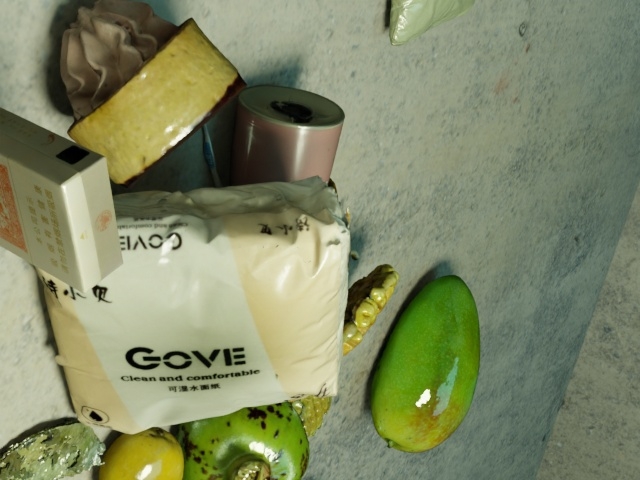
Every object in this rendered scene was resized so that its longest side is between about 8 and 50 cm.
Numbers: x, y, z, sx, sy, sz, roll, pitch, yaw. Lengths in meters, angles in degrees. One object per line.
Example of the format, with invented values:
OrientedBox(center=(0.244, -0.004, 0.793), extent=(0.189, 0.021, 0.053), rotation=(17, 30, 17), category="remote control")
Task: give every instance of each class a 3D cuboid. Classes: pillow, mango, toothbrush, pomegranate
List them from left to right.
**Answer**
OrientedBox(center=(-0.260, 0.350, 1.544), extent=(0.137, 0.098, 0.195), rotation=(-37, 150, -45), category="mango")
OrientedBox(center=(-0.147, -0.114, 1.438), extent=(0.162, 0.014, 0.017), rotation=(78, 31, -50), category="toothbrush")
OrientedBox(center=(-0.116, 0.331, 1.619), extent=(0.211, 0.263, 0.210), rotation=(-3, 104, -13), category="pomegranate")
OrientedBox(center=(0.227, 0.253, 2.191), extent=(0.225, 0.201, 0.381), rotation=(27, 77, -40), category="mango")
OrientedBox(center=(0.206, -0.465, 1.685), extent=(0.274, 0.076, 0.280), rotation=(-32, 139, -48), category="pillow")

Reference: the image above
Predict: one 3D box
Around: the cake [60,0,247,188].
OrientedBox(center=(-0.204, -0.175, 1.157), extent=(0.185, 0.178, 0.208), rotation=(-42, -175, -1), category="cake")

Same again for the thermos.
OrientedBox(center=(-0.055, -0.061, 1.472), extent=(0.146, 0.176, 0.264), rotation=(-7, 120, -34), category="thermos")

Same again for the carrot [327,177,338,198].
OrientedBox(center=(0.000, 0.000, 1.596), extent=(0.314, 0.066, 0.066), rotation=(-85, 173, -47), category="carrot")

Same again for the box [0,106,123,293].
OrientedBox(center=(-0.290, -0.049, 1.046), extent=(0.058, 0.201, 0.141), rotation=(-41, 145, -37), category="box")

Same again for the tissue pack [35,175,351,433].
OrientedBox(center=(-0.148, 0.083, 1.332), extent=(0.376, 0.195, 0.390), rotation=(-8, 135, -4), category="tissue pack")

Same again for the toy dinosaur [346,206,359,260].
OrientedBox(center=(0.012, 0.038, 1.811), extent=(0.106, 0.044, 0.187), rotation=(-27, 141, -26), category="toy dinosaur")

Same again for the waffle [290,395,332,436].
OrientedBox(center=(-0.013, 0.289, 1.955), extent=(0.183, 0.036, 0.169), rotation=(3, 105, -72), category="waffle")

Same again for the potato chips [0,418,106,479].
OrientedBox(center=(-0.376, 0.326, 1.394), extent=(0.220, 0.029, 0.202), rotation=(-50, 146, -22), category="potato chips")

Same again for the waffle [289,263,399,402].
OrientedBox(center=(0.021, 0.156, 1.779), extent=(0.281, 0.058, 0.300), rotation=(-42, -174, 41), category="waffle")
